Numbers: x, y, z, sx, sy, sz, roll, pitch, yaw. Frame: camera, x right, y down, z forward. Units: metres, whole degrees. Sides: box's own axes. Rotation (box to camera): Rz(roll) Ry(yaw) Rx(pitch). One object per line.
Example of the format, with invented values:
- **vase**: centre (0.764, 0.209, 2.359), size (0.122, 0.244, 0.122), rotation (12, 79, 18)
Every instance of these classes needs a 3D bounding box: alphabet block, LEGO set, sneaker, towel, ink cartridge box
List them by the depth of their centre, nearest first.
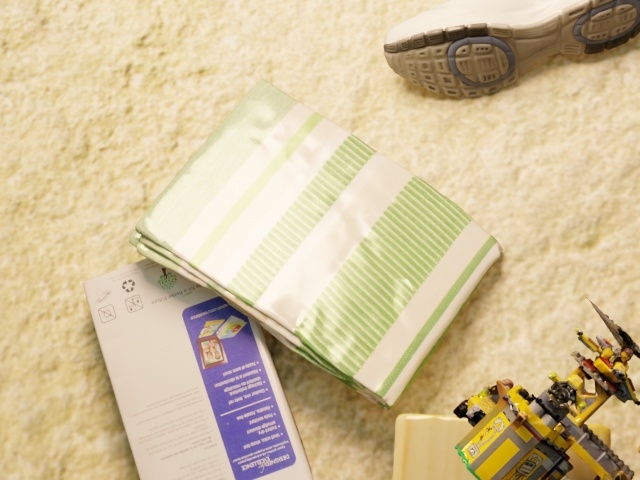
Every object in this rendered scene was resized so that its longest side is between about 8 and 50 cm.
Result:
- **LEGO set**: centre (0.279, 0.179, 1.024), size (0.192, 0.255, 0.331), rotation (-48, 69, 11)
- **alphabet block**: centre (0.162, 0.277, 1.231), size (0.194, 0.192, 0.197), rotation (3, 70, 6)
- **ink cartridge box**: centre (-0.119, 0.167, 1.373), size (0.165, 0.065, 0.332), rotation (-19, 67, -1)
- **towel**: centre (0.000, 0.000, 1.395), size (0.325, 0.038, 0.248), rotation (33, 65, 11)
- **sneaker**: centre (0.209, -0.250, 1.479), size (0.297, 0.111, 0.129), rotation (-15, 53, -3)

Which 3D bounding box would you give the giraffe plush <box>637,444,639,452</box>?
- **giraffe plush**: centre (0.374, 0.280, 1.225), size (0.181, 0.210, 0.170), rotation (14, 97, 44)
